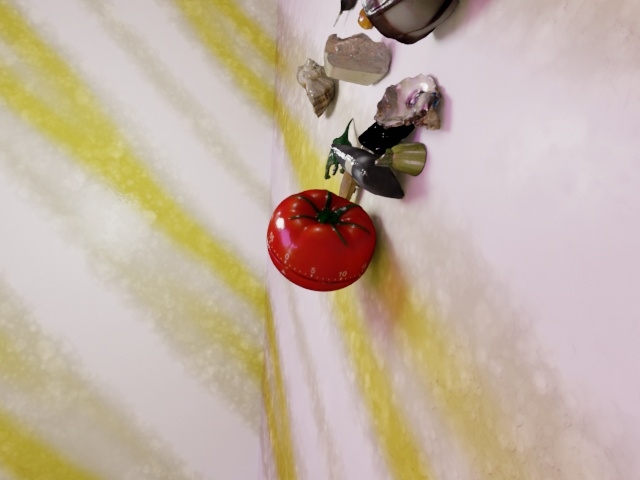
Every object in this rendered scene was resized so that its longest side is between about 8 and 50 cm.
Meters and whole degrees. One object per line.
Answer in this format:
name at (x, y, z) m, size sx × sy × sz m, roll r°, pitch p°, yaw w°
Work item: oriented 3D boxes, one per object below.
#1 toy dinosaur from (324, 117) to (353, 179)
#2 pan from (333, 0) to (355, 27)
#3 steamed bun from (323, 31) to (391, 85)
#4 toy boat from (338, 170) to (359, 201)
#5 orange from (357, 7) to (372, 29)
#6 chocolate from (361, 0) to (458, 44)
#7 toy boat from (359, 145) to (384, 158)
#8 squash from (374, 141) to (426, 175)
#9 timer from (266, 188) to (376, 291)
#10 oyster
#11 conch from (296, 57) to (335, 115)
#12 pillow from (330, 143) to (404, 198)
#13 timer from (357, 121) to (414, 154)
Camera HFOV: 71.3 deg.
toy dinosaur at (0.076, -0.360, 1.668) m, size 0.301 × 0.087 × 0.447 m, roll 96°, pitch -173°, yaw -66°
pan at (0.115, -1.056, 1.975) m, size 0.202 × 0.048 × 0.128 m, roll 145°, pitch 128°, yaw -65°
steamed bun at (0.116, -0.667, 1.603) m, size 0.200 × 0.225 × 0.171 m, roll -164°, pitch 79°, yaw -73°
toy boat at (0.121, -0.227, 1.724) m, size 0.064 × 0.072 × 0.206 m, roll 43°, pitch 131°, yaw 34°
orange at (0.176, -0.864, 1.729) m, size 0.086 × 0.062 × 0.086 m, roll -177°, pitch 90°, yaw -69°
chocolate at (0.260, -0.680, 1.180) m, size 0.186 × 0.283 × 0.284 m, roll 0°, pitch 86°, yaw 56°
toy boat at (0.194, -0.306, 1.526) m, size 0.185 × 0.071 × 0.089 m, roll -145°, pitch 60°, yaw -70°
squash at (0.228, -0.247, 1.314) m, size 0.105 × 0.132 × 0.105 m, roll -177°, pitch 90°, yaw -72°
timer at (0.000, 0.000, 1.553) m, size 0.378 × 0.377 × 0.279 m, roll -104°, pitch 24°, yaw -44°
oyster at (0.258, -0.394, 1.295) m, size 0.214 × 0.083 × 0.223 m, roll 4°, pitch 60°, yaw 38°
conch at (-0.003, -0.722, 2.104) m, size 0.291 × 0.159 × 0.210 m, roll 58°, pitch -175°, yaw -49°
pillow at (0.148, -0.228, 1.430) m, size 0.106 × 0.186 × 0.250 m, roll -55°, pitch 39°, yaw 15°
timer at (0.204, -0.347, 1.423) m, size 0.144 × 0.055 × 0.187 m, roll -39°, pitch 28°, yaw 2°
